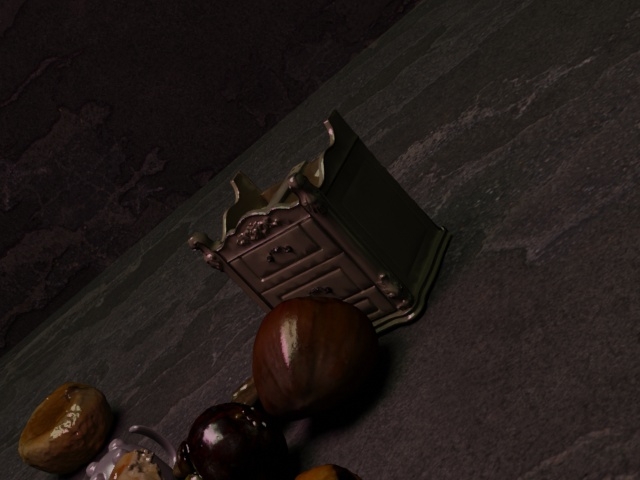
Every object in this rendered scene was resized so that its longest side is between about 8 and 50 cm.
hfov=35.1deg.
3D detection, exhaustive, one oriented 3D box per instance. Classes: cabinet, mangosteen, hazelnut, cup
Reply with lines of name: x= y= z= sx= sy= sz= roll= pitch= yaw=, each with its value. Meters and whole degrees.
cabinet: x=0.000 y=0.000 z=1.749 sx=0.290 sy=0.318 sz=0.227 roll=-27 pitch=25 yaw=40
mangosteen: x=-0.133 y=0.341 z=1.553 sx=0.172 sy=0.172 sz=0.184 roll=-156 pitch=77 yaw=-70
hazelnut: x=-0.016 y=0.179 z=1.596 sx=0.210 sy=0.186 sz=0.210 roll=-17 pitch=-8 yaw=-2
cup: x=-0.321 y=0.415 z=1.791 sx=0.173 sy=0.142 sz=0.134 roll=-51 pitch=19 yaw=-22

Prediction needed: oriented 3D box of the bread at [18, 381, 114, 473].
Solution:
bread: x=-0.570 y=0.429 z=2.304 sx=0.244 sy=0.134 sz=0.244 roll=-35 pitch=20 yaw=15

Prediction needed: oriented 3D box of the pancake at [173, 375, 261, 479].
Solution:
pancake: x=-0.153 y=0.299 z=1.771 sx=0.288 sy=0.033 sz=0.286 roll=-46 pitch=4 yaw=4

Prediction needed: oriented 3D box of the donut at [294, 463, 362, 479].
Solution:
donut: x=-0.017 y=0.393 z=1.245 sx=0.253 sy=0.118 sz=0.253 roll=-39 pitch=16 yaw=13

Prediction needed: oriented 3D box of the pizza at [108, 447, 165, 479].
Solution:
pizza: x=-0.298 y=0.515 z=1.445 sx=0.392 sy=0.080 sz=0.435 roll=-11 pitch=58 yaw=61
